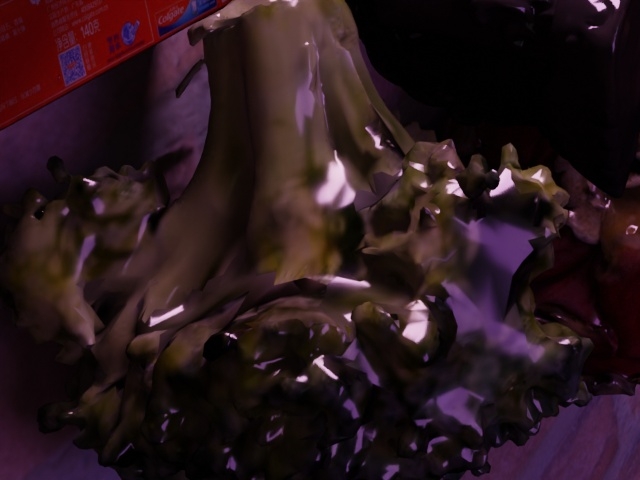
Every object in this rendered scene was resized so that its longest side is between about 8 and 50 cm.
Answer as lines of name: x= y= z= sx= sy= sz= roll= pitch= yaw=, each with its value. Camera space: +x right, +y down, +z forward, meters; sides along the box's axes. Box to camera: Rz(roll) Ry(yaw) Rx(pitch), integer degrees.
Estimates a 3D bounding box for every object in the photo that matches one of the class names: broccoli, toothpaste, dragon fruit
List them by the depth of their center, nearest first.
toothpaste: x=-0.150 y=-0.114 z=0.809 sx=0.320 sy=0.076 sz=0.066 roll=-39 pitch=127 yaw=-49
broccoli: x=0.010 y=-0.004 z=0.888 sx=0.348 sy=0.293 sz=0.281 roll=-37 pitch=117 yaw=-52
dragon fruit: x=0.239 y=-0.037 z=1.238 sx=0.329 sy=0.329 sz=0.329 roll=-16 pitch=108 yaw=-56

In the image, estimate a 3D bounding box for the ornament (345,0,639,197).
ornament: x=0.072 y=-0.139 z=0.935 sx=0.106 sy=0.260 sz=0.251 roll=-66 pitch=160 yaw=-14
